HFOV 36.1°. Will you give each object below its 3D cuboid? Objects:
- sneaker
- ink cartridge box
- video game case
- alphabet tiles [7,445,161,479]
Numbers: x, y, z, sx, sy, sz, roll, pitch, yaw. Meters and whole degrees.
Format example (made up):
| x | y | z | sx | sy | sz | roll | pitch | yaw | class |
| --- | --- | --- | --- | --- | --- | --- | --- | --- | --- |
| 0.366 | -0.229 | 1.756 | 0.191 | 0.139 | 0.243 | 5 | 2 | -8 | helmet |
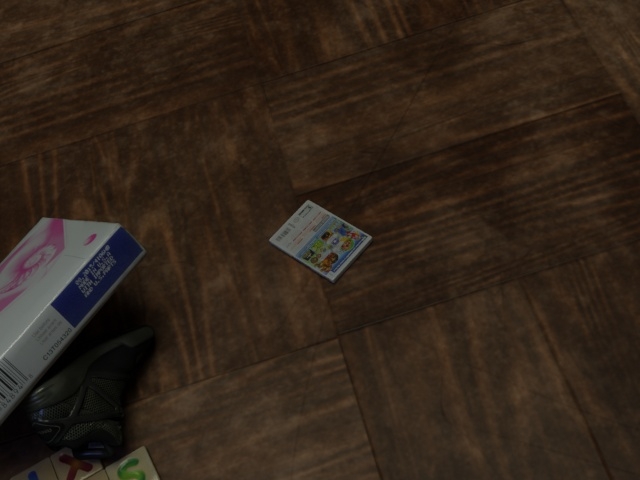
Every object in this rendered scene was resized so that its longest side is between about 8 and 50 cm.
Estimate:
| x | y | z | sx | sy | sz | roll | pitch | yaw | class |
| --- | --- | --- | --- | --- | --- | --- | --- | --- | --- |
| -0.282 | 0.196 | 1.262 | 0.087 | 0.130 | 0.227 | -13 | 15 | 29 | sneaker |
| -0.419 | 0.105 | 1.277 | 0.330 | 0.071 | 0.324 | 4 | 50 | 50 | ink cartridge box |
| 0.000 | 0.000 | 1.383 | 0.122 | 0.011 | 0.087 | 31 | 66 | 30 | video game case |
| -0.293 | 0.406 | 1.163 | 0.285 | 0.011 | 0.342 | -29 | 54 | -8 | alphabet tiles |
